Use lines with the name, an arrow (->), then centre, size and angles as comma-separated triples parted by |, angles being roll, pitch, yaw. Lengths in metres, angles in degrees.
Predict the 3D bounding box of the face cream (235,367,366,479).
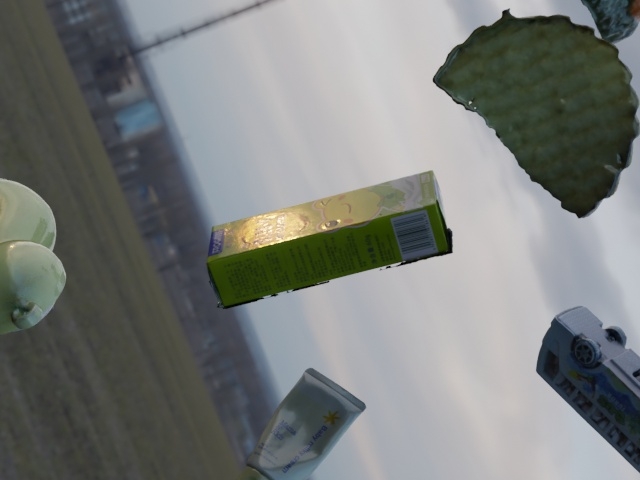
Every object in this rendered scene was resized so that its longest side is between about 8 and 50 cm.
face cream -> -0.041, 0.299, 2.008 | 0.114, 0.224, 0.070 | 32, -17, 23

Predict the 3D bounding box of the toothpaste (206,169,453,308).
toothpaste -> 0.011, -0.003, 1.808 | 0.110, 0.327, 0.077 | -89, 163, -61

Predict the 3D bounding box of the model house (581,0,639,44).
model house -> 0.454, -0.442, 1.801 | 0.190, 0.301, 0.271 | 45, 28, -37

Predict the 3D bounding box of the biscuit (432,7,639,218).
biscuit -> 0.282, -0.172, 1.631 | 0.273, 0.187, 0.036 | 50, 18, 19

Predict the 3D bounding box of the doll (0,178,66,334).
doll -> -0.328, 0.025, 1.397 | 0.296, 0.141, 0.117 | 49, -15, 53

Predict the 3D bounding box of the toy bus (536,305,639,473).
toy bus -> 0.502, 0.260, 2.252 | 0.330, 0.109, 0.136 | 46, -51, 25
